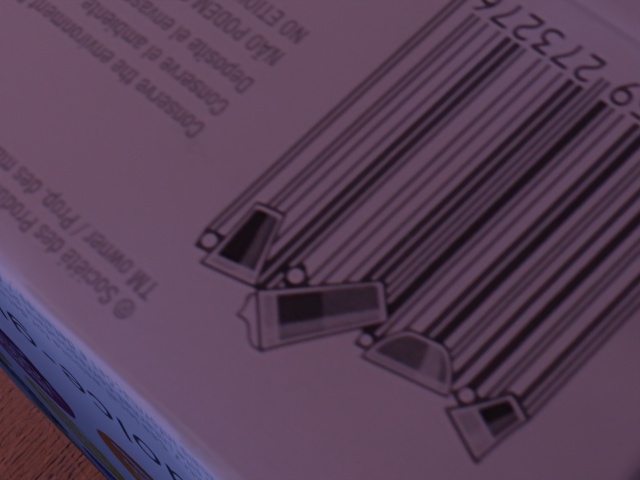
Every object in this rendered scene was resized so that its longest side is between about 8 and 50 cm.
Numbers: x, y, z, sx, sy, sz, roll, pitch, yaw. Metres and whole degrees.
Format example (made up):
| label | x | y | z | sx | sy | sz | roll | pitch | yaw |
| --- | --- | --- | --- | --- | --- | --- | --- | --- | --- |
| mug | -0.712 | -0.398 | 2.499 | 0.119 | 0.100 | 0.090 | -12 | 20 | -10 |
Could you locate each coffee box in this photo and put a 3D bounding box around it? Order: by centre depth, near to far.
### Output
| label | x | y | z | sx | sy | sz | roll | pitch | yaw |
| --- | --- | --- | --- | --- | --- | --- | --- | --- | --- |
| coffee box | 0.071 | -0.024 | 0.562 | 0.337 | 0.338 | 0.334 | 40 | 165 | 28 |
